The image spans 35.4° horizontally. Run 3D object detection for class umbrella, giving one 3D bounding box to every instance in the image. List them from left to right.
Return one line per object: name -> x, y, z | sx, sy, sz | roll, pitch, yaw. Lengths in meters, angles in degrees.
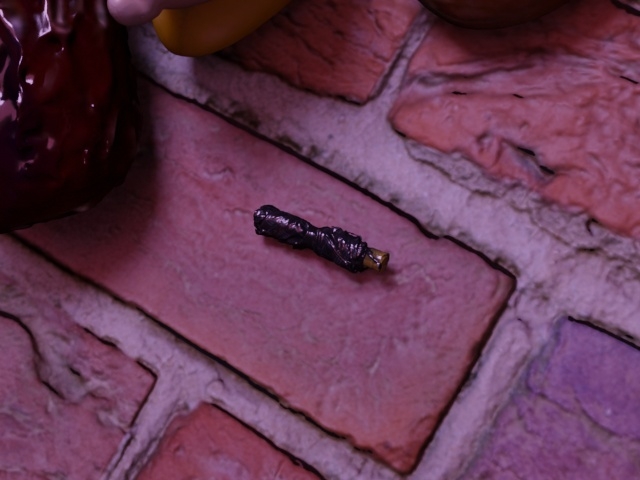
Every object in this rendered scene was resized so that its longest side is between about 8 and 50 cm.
umbrella -> 0.000, 0.000, 0.984 | 0.144, 0.040, 0.037 | 21, 94, 22

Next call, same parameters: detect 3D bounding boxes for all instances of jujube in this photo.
jujube -> -0.307, -0.200, 1.004 | 0.259, 0.258, 0.376 | -19, 88, 12

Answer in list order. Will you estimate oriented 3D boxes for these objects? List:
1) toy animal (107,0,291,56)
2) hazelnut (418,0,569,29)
toy animal -> -0.126, -0.330, 0.944 | 0.247, 0.345, 0.277 | 50, 128, 7
hazelnut -> 0.160, -0.303, 0.917 | 0.181, 0.181, 0.212 | -26, 91, -26
